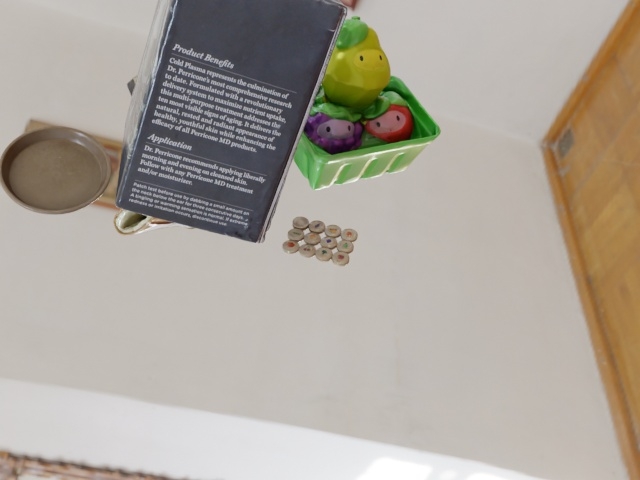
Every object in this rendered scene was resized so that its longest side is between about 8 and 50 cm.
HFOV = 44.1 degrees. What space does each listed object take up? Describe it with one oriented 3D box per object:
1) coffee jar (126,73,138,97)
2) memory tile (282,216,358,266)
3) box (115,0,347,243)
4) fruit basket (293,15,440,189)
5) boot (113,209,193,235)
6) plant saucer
[{"bbox_3d":[-0.367,-0.380,1.857,0.184,0.079,0.096,-36,57,13],"label":"coffee jar"},{"bbox_3d":[0.000,0.000,1.687,0.012,0.148,0.113,93,-166,-44],"label":"memory tile"},{"bbox_3d":[-0.198,-0.327,1.562,0.480,0.298,0.471,-111,41,-61],"label":"box"},{"bbox_3d":[0.096,-0.342,1.960,0.282,0.392,0.392,59,143,31],"label":"fruit basket"},{"bbox_3d":[-0.295,-0.085,1.776,0.236,0.089,0.269,-37,-12,21],"label":"boot"},{"bbox_3d":[-0.683,-0.177,2.044,0.041,0.278,0.277,111,168,-57],"label":"plant saucer"}]
